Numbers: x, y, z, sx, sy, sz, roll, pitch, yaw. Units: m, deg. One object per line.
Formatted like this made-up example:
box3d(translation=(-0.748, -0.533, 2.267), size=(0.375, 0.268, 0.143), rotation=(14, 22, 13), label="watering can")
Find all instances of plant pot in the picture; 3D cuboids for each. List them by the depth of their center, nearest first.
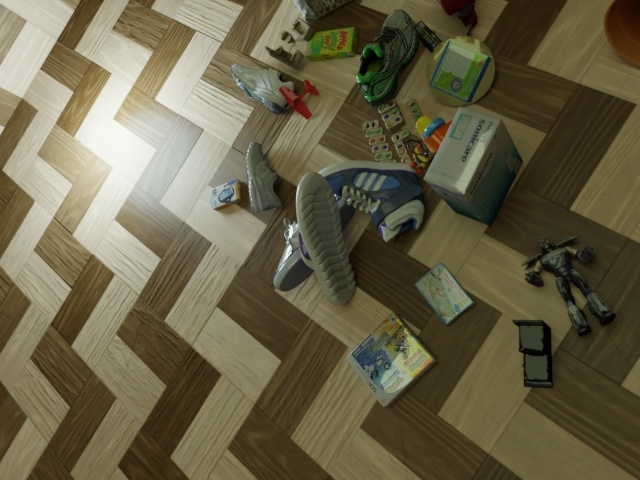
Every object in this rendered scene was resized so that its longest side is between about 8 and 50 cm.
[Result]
box3d(translation=(0.901, -0.603, 1.543), size=(0.291, 0.291, 0.203), rotation=(23, 70, 31), label="plant pot")

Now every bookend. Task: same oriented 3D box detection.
box3d(translation=(0.534, 0.286, 1.533), size=(0.072, 0.156, 0.157), rotation=(-4, 75, 27), label="bookend")

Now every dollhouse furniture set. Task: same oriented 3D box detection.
box3d(translation=(-0.121, -0.724, 2.173), size=(0.151, 0.123, 0.144), rotation=(-57, 40, 19), label="dollhouse furniture set")

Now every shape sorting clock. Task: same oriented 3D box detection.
box3d(translation=(0.425, -0.514, 1.858), size=(0.206, 0.040, 0.206), rotation=(5, 102, 24), label="shape sorting clock")

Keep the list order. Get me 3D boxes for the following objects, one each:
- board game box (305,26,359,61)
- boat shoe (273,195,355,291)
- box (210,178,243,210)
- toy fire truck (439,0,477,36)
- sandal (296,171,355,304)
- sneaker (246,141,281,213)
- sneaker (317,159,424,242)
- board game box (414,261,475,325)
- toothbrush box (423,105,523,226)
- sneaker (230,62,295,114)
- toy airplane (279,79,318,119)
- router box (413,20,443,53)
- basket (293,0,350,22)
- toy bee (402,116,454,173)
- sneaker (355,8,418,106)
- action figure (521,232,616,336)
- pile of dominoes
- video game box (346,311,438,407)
box3d(translation=(0.040, -0.690, 2.150), size=(0.181, 0.043, 0.092), rotation=(3, 76, 29), label="board game box")
box3d(translation=(-0.056, -0.016, 1.953), size=(0.156, 0.136, 0.367), rotation=(36, 91, 31), label="boat shoe")
box3d(translation=(-0.347, -0.163, 2.214), size=(0.136, 0.028, 0.081), rotation=(-20, 67, 20), label="box")
box3d(translation=(0.415, -0.700, 1.867), size=(0.158, 0.217, 0.246), rotation=(-27, 80, 25), label="toy fire truck")
box3d(translation=(-0.009, 0.005, 1.815), size=(0.102, 0.169, 0.416), rotation=(-1, 111, 40), label="sandal")
box3d(translation=(-0.198, -0.219, 2.130), size=(0.115, 0.105, 0.281), rotation=(-5, 65, -8), label="sneaker")
box3d(translation=(0.149, -0.107, 1.820), size=(0.322, 0.130, 0.236), rotation=(-3, 65, -2), label="sneaker")
box3d(translation=(0.354, 0.153, 1.745), size=(0.103, 0.026, 0.154), rotation=(-42, 60, 12), label="board game box")
box3d(translation=(0.421, -0.192, 1.652), size=(0.126, 0.295, 0.216), rotation=(26, 89, 31), label="toothbrush box")
box3d(translation=(-0.211, -0.574, 2.232), size=(0.297, 0.111, 0.129), rotation=(38, 83, 25), label="sneaker")
box3d(translation=(-0.068, -0.500, 2.135), size=(0.151, 0.028, 0.151), rotation=(2, 81, -10), label="toy airplane")
box3d(translation=(0.353, -0.628, 1.934), size=(0.038, 0.092, 0.122), rotation=(-40, 61, 12), label="router box")
box3d(translation=(-0.014, -1.012, 2.116), size=(0.266, 0.331, 0.328), rotation=(-17, 68, 17), label="basket")
box3d(translation=(0.328, -0.280, 1.790), size=(0.162, 0.298, 0.195), rotation=(118, 138, -52), label="toy bee")
box3d(translation=(0.214, -0.609, 1.962), size=(0.134, 0.146, 0.343), rotation=(7, 68, 31), label="sneaker")
box3d(translation=(0.637, 0.097, 1.570), size=(0.185, 0.099, 0.285), rotation=(-35, 59, 21), label="action figure")
box3d(translation=(0.245, -0.327, 1.936), size=(0.196, 0.040, 0.251), rotation=(-27, 64, 19), label="pile of dominoes")
box3d(translation=(0.202, 0.344, 1.760), size=(0.205, 0.048, 0.187), rotation=(-47, 62, 9), label="video game box")
